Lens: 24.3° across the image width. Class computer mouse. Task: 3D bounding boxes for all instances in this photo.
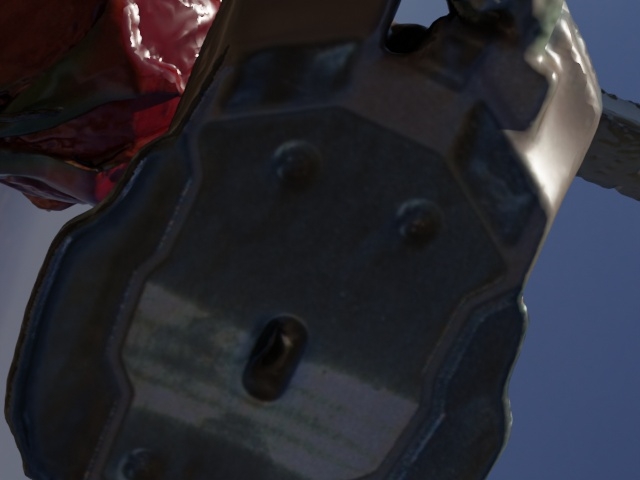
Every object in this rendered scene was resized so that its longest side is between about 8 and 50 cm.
[{"bbox_3d":[-0.001,-0.001,0.627,0.389,0.199,0.115,-62,-171,17],"label":"computer mouse"}]

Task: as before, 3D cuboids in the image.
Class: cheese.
[{"bbox_3d":[0.263,-0.062,1.171,0.085,0.400,0.034,-42,-141,40],"label":"cheese"}]

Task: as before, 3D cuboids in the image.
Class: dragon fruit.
[{"bbox_3d":[-0.158,-0.102,0.898,0.293,0.234,0.234,-43,179,-25],"label":"dragon fruit"}]
